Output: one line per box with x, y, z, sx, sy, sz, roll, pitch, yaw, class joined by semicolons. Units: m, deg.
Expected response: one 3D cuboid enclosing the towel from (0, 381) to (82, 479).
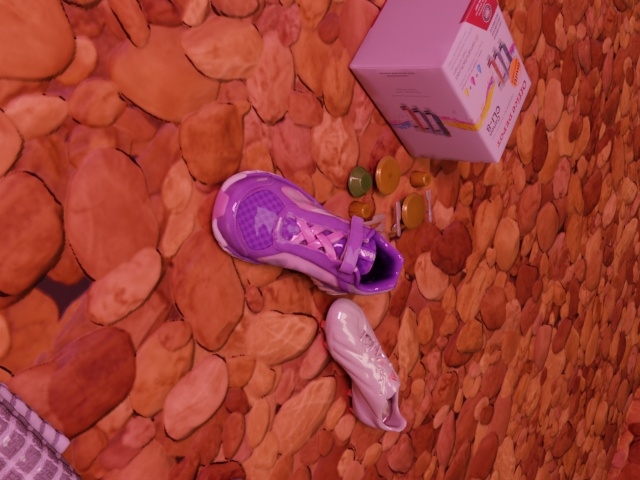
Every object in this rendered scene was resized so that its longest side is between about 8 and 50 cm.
-0.290;0.189;0.386;0.283;0.121;0.235;-50;133;-28;towel

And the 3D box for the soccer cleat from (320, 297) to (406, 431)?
0.059;0.151;0.807;0.068;0.076;0.196;-41;127;-35;soccer cleat

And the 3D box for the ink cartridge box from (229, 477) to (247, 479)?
-0.119;0.393;0.537;0.324;0.072;0.329;81;25;-83;ink cartridge box

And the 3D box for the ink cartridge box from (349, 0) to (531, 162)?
0.147;-0.193;0.785;0.176;0.127;0.128;44;66;-46;ink cartridge box

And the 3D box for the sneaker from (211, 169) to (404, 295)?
0.000;0.000;0.678;0.236;0.105;0.095;26;83;-42;sneaker

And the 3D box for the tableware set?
0.088;-0.056;0.834;0.154;0.024;0.103;-20;110;-43;tableware set
